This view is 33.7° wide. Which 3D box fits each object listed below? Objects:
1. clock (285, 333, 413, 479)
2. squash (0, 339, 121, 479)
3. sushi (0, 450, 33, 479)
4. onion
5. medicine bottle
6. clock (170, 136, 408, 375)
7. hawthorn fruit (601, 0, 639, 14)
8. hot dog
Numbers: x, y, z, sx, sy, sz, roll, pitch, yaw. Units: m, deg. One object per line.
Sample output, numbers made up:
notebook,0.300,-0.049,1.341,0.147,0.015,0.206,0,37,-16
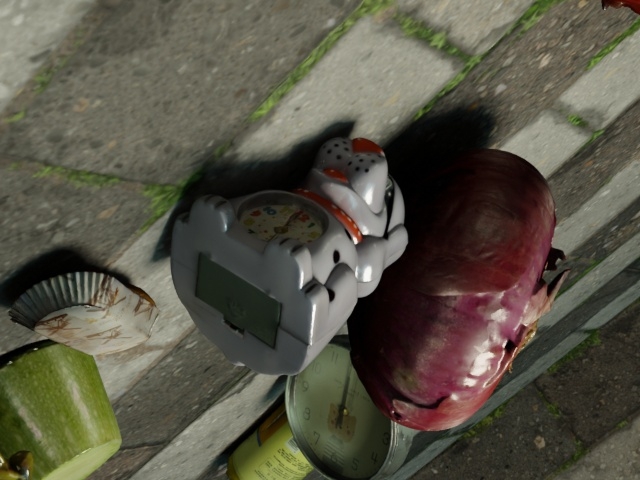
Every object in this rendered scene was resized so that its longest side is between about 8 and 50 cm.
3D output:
clock,0.038,0.253,1.564,0.049,0.226,0.226,-12,150,-46
squash,-0.291,0.194,1.104,0.170,0.123,0.170,-34,165,-11
sushi,-0.378,0.253,1.011,0.179,0.167,0.296,-23,129,-34
onion,0.124,0.044,1.246,0.347,0.285,0.348,-160,-90,-88
medicine bottle,-0.056,0.345,1.774,0.239,0.124,0.124,-44,157,25
clock,-0.001,-0.001,1.065,0.254,0.189,0.189,-35,163,-38
hawthorn fruit,0.243,-0.296,0.674,0.265,0.265,0.307,-3,120,-55
hot dog,-0.220,0.069,1.011,0.108,0.059,0.191,-22,163,4
